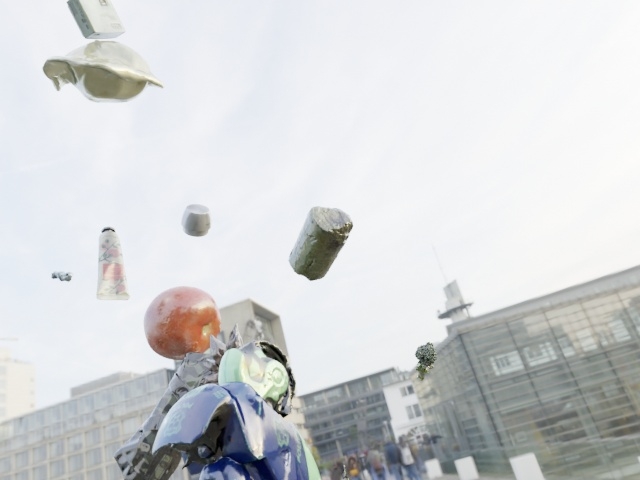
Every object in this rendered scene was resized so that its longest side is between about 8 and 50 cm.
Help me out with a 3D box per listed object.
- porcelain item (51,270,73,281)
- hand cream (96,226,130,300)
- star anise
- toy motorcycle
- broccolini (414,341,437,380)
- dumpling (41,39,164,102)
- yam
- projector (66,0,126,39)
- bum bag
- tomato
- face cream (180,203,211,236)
[{"bbox_3d":[-0.833,0.115,1.538,0.083,0.036,0.028,1,-42,23],"label":"porcelain item"},{"bbox_3d":[-0.550,0.059,1.245,0.080,0.234,0.050,5,-44,-34],"label":"hand cream"},{"bbox_3d":[-0.185,0.283,1.002,0.183,0.195,0.065,-60,-20,8],"label":"star anise"},{"bbox_3d":[-0.064,0.264,0.481,0.125,0.332,0.196,-27,-24,30],"label":"toy motorcycle"},{"bbox_3d":[0.296,0.356,1.336,0.058,0.067,0.216,16,-32,22],"label":"broccolini"},{"bbox_3d":[-0.633,-0.506,1.388,0.317,0.187,0.243,-3,3,-6],"label":"dumpling"},{"bbox_3d":[0.000,0.000,1.929,0.195,0.195,0.300,-1,-43,-30],"label":"yam"},{"bbox_3d":[-0.684,-0.679,1.450,0.061,0.115,0.147,-15,18,22],"label":"projector"},{"bbox_3d":[-0.326,0.396,1.087,0.143,0.341,0.095,26,-28,14],"label":"bum bag"},{"bbox_3d":[-0.389,0.229,1.332,0.184,0.208,0.208,11,-15,23],"label":"tomato"},{"bbox_3d":[-0.484,-0.078,1.857,0.117,0.117,0.104,-2,-61,-28],"label":"face cream"}]
